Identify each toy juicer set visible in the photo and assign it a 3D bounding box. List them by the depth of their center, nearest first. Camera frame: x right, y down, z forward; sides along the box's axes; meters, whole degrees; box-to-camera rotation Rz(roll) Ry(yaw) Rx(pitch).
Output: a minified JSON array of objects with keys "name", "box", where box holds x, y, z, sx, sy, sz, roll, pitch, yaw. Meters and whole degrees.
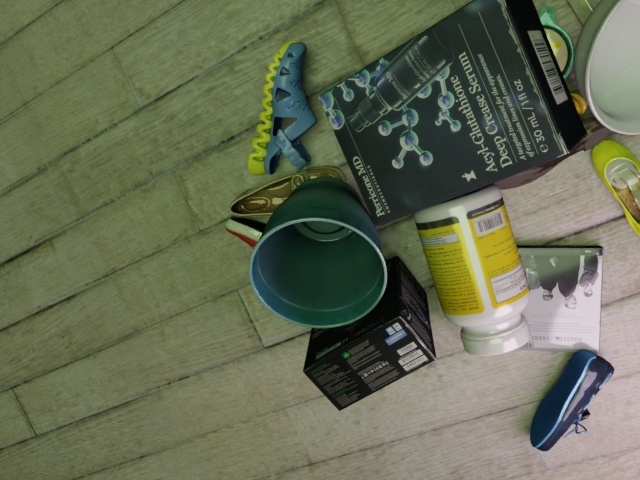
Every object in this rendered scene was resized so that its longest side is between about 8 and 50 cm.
[{"name":"toy juicer set","box":[0.468,-0.346,1.102,0.209,0.089,0.329,38,108,6]}]

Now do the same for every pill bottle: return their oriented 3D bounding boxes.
[{"name":"pill bottle","box":[0.331,0.064,1.171,0.187,0.188,0.334,-16,96,18]}]

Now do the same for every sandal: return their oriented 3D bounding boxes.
[{"name":"sandal","box":[-0.068,-0.290,1.257,0.138,0.126,0.317,16,113,9]}]

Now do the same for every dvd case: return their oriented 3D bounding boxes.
[{"name":"dvd case","box":[0.521,0.130,1.213,0.179,0.029,0.239,0,102,16]}]

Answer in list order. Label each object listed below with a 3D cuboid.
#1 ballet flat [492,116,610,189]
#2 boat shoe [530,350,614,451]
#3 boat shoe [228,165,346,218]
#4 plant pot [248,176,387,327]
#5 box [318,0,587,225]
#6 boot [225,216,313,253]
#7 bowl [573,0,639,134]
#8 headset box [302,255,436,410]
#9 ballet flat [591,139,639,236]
[{"name":"ballet flat","box":[0.472,-0.185,1.149,0.249,0.084,0.058,-30,59,19]},{"name":"boat shoe","box":[0.558,0.370,1.209,0.089,0.109,0.258,22,114,-5]},{"name":"boat shoe","box":[-0.078,-0.102,1.304,0.285,0.089,0.105,-16,96,18]},{"name":"plant pot","box":[0.000,0.000,1.172,0.271,0.255,0.272,2,125,2]},{"name":"box","box":[0.247,-0.244,1.063,0.395,0.212,0.294,-22,95,38]},{"name":"boot","box":[-0.144,0.056,1.359,0.244,0.088,0.176,25,108,5]},{"name":"bowl","box":[0.576,-0.355,0.997,0.297,0.134,0.298,-8,123,-12]},{"name":"headset box","box":[0.109,0.191,1.218,0.246,0.283,0.131,-33,107,20]},{"name":"ballet flat","box":[0.632,-0.102,1.110,0.077,0.077,0.231,-30,91,20]}]
